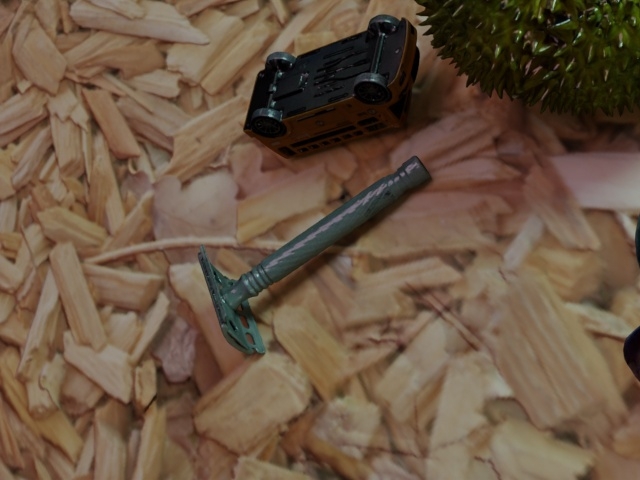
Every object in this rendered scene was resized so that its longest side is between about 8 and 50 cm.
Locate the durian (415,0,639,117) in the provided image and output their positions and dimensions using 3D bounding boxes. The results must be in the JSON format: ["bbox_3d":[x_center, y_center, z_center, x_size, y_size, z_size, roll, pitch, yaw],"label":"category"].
[{"bbox_3d":[0.198,-0.240,1.118,0.291,0.224,0.291,-20,49,24],"label":"durian"}]

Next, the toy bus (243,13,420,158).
[{"bbox_3d":[0.021,-0.142,1.318,0.194,0.088,0.083,-13,52,39],"label":"toy bus"}]

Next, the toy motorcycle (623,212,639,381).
[{"bbox_3d":[0.355,0.022,0.842,0.319,0.241,0.182,-27,4,34],"label":"toy motorcycle"}]

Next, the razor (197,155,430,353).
[{"bbox_3d":[0.000,0.000,1.258,0.232,0.068,0.106,-33,43,10],"label":"razor"}]
